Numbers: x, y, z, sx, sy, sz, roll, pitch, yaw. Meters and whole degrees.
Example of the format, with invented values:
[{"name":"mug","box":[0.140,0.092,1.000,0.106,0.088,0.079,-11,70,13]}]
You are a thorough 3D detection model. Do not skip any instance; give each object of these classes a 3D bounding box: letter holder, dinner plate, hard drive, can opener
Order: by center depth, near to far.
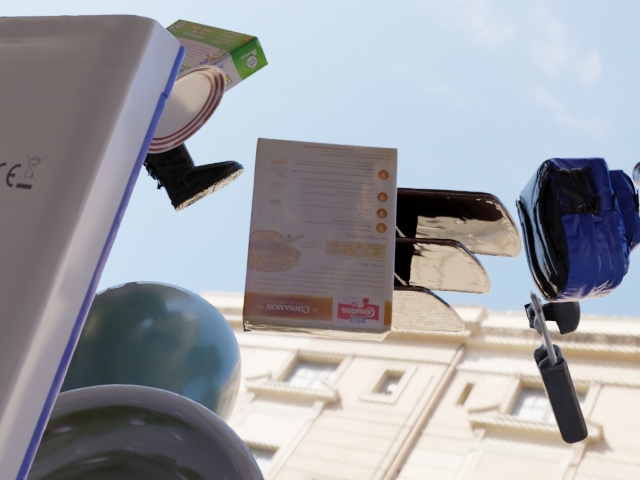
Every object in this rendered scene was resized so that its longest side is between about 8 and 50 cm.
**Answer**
[{"name":"hard drive","box":[-0.210,0.028,0.448,0.210,0.319,0.040,8,-18,30]},{"name":"dinner plate","box":[-0.176,-0.166,1.061,0.017,0.141,0.141,46,-42,17]},{"name":"letter holder","box":[0.184,0.041,1.280,0.214,0.152,0.302,3,-16,20]},{"name":"can opener","box":[0.398,0.196,1.378,0.095,0.076,0.284,-19,-67,9]}]

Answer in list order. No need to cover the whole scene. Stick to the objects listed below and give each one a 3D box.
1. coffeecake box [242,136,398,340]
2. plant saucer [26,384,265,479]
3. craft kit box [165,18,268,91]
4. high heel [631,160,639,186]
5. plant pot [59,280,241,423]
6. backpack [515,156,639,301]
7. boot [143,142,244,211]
[{"name":"coffeecake box","box":[0.000,0.000,0.847,0.142,0.186,0.068,4,-16,-2]},{"name":"plant saucer","box":[-0.225,0.325,0.782,0.400,0.400,0.101,15,-38,26]},{"name":"craft kit box","box":[-0.248,-0.254,1.333,0.249,0.246,0.061,27,-29,48]},{"name":"high heel","box":[0.506,-0.075,0.955,0.261,0.186,0.093,-15,-71,5]},{"name":"plant pot","box":[-0.253,0.227,1.220,0.290,0.195,0.290,-3,-71,-8]},{"name":"backpack","box":[0.241,-0.006,0.780,0.101,0.120,0.098,-2,-22,0]},{"name":"boot","box":[-0.177,-0.106,1.155,0.099,0.121,0.045,57,-16,9]}]
